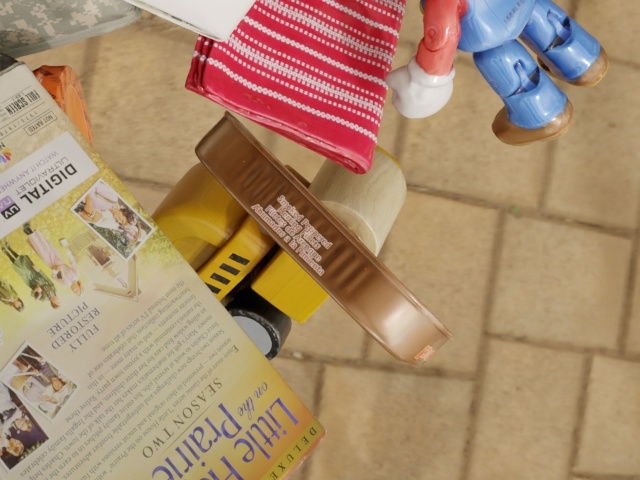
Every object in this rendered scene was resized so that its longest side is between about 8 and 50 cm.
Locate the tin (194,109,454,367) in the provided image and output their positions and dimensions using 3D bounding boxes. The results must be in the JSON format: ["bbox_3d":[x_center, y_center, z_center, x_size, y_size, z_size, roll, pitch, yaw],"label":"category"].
[{"bbox_3d":[0.000,0.000,0.663,0.040,0.106,0.189,-46,75,5],"label":"tin"}]

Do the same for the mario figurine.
[{"bbox_3d":[0.116,-0.236,1.013,0.320,0.170,0.198,45,39,-31],"label":"mario figurine"}]

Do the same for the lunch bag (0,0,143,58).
[{"bbox_3d":[-0.332,-0.309,1.128,0.287,0.169,0.235,-6,140,10],"label":"lunch bag"}]

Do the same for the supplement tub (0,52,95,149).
[{"bbox_3d":[-0.398,-0.072,1.090,0.338,0.207,0.207,-6,95,-1],"label":"supplement tub"}]

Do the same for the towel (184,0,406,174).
[{"bbox_3d":[-0.007,-0.216,1.060,0.199,0.031,0.275,24,66,-27],"label":"towel"}]

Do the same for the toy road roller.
[{"bbox_3d":[-0.072,-0.021,1.464,0.240,0.329,0.202,39,42,-9],"label":"toy road roller"}]

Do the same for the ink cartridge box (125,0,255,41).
[{"bbox_3d":[-0.106,-0.329,0.833,0.131,0.306,0.226,17,122,-43],"label":"ink cartridge box"}]

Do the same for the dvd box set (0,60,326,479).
[{"bbox_3d":[-0.219,0.095,0.898,0.420,0.062,0.307,50,49,-6],"label":"dvd box set"}]
